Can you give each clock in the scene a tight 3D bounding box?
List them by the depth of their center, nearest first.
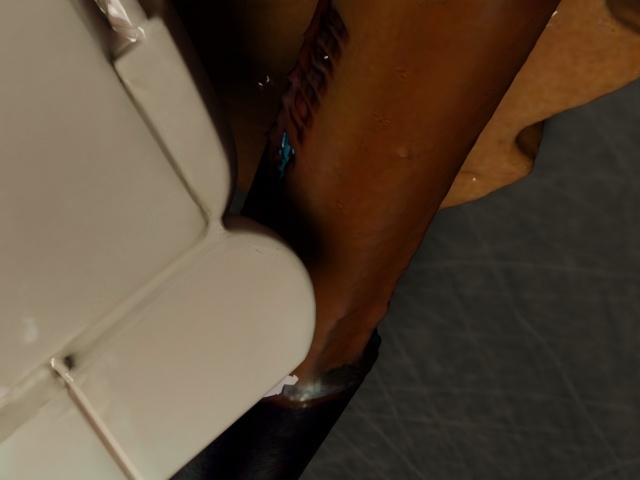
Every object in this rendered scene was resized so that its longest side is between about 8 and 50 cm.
[{"bbox_3d":[-0.189,-0.058,0.632,0.326,0.184,0.342,10,131,55],"label":"clock"}]

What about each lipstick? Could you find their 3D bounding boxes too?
[{"bbox_3d":[0.000,0.000,0.654,0.077,0.077,0.418,27,142,2],"label":"lipstick"}]

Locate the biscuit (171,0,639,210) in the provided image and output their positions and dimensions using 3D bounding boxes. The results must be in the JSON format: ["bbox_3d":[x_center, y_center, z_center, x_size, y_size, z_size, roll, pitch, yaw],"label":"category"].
[{"bbox_3d":[0.008,-0.102,0.625,0.284,0.043,0.306,15,138,10],"label":"biscuit"}]
